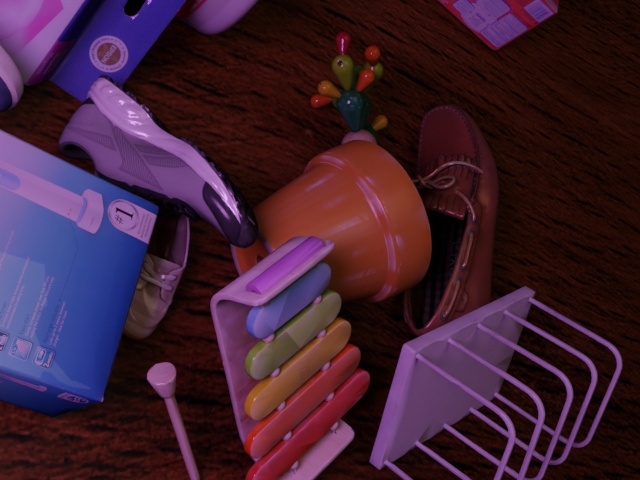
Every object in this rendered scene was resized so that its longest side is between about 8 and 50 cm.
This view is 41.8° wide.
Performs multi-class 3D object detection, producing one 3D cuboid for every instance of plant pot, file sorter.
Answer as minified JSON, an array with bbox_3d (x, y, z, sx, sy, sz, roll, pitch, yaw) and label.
[{"bbox_3d":[0.000,0.000,1.036,0.188,0.205,0.205,-23,88,-28],"label":"plant pot"},{"bbox_3d":[0.234,0.213,1.090,0.278,0.192,0.173,-17,39,-43],"label":"file sorter"}]

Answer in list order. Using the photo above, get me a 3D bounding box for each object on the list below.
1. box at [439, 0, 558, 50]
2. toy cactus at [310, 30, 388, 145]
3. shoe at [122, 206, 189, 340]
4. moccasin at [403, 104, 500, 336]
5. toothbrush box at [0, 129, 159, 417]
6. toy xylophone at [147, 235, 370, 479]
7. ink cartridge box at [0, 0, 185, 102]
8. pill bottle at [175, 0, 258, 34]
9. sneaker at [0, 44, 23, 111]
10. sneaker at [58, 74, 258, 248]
[{"bbox_3d":[0.277,-0.504,1.496,0.300,0.154,0.142,34,53,-24],"label":"box"},{"bbox_3d":[0.041,-0.165,1.150,0.112,0.219,0.180,-2,68,1],"label":"toy cactus"},{"bbox_3d":[-0.190,0.005,0.951,0.077,0.058,0.219,23,59,-31],"label":"shoe"},{"bbox_3d":[0.174,-0.032,1.235,0.147,0.139,0.380,25,67,-41],"label":"moccasin"},{"bbox_3d":[-0.330,0.014,0.783,0.295,0.126,0.216,27,58,-30],"label":"toothbrush box"},{"bbox_3d":[-0.055,0.152,0.906,0.236,0.081,0.322,-44,140,-28],"label":"toy xylophone"},{"bbox_3d":[-0.277,-0.332,0.857,0.330,0.324,0.071,33,17,-25],"label":"ink cartridge box"},{"bbox_3d":[-0.237,-0.441,0.981,0.408,0.229,0.229,30,56,-28],"label":"pill bottle"},{"bbox_3d":[-0.459,-0.184,0.768,0.350,0.131,0.148,27,63,-23],"label":"sneaker"},{"bbox_3d":[-0.175,-0.067,0.912,0.271,0.100,0.108,36,82,22],"label":"sneaker"}]
